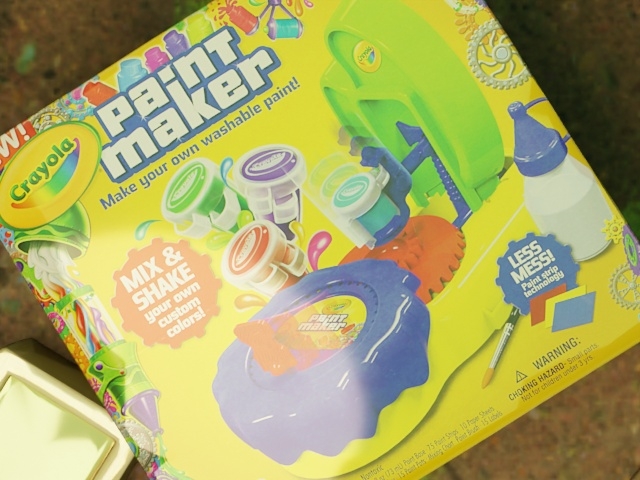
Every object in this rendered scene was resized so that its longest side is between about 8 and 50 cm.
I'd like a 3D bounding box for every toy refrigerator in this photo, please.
[{"bbox_3d":[-0.212,0.200,1.052,0.102,0.094,0.269,32,92,1],"label":"toy refrigerator"}]

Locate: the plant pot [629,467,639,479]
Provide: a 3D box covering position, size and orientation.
[{"bbox_3d":[0.301,0.235,0.991,0.284,0.191,0.284,0,90,2],"label":"plant pot"}]

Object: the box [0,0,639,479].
[{"bbox_3d":[0.000,0.000,1.005,0.290,0.177,0.279,-33,88,1],"label":"box"}]
